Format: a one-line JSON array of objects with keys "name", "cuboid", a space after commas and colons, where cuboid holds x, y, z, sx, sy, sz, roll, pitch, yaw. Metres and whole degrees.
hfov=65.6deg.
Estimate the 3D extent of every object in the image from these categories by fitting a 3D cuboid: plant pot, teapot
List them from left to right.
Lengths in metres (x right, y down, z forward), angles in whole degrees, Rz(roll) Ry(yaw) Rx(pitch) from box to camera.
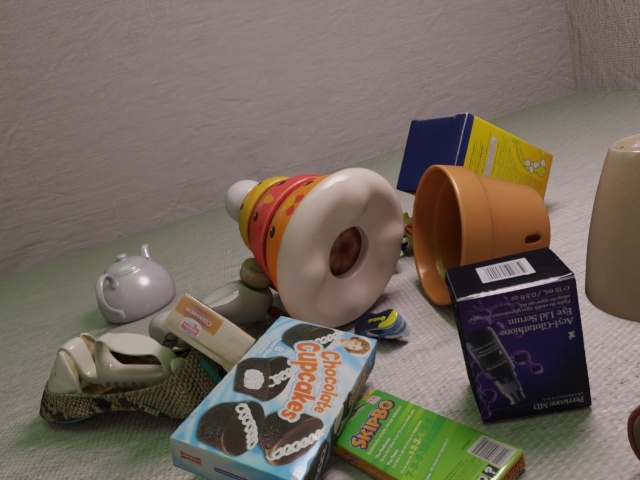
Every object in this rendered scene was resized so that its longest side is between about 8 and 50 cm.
[{"name": "teapot", "cuboid": [-0.595, 0.131, 1.559, 0.253, 0.187, 0.256, -28, 21, -32]}, {"name": "plant pot", "cuboid": [0.333, -0.014, 1.044, 0.204, 0.290, 0.291, -2, 16, -9]}, {"name": "plant pot", "cuboid": [0.582, -0.041, 0.848, 0.257, 0.273, 0.256, -15, 17, 5]}]

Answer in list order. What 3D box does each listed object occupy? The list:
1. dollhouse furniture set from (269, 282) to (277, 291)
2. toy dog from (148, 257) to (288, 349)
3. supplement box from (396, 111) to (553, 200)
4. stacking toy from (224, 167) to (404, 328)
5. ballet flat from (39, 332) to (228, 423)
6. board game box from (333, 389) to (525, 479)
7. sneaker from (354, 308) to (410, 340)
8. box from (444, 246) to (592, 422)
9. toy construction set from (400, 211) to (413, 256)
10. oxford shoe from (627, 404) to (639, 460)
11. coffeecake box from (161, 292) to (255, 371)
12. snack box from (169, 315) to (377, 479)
[{"name": "dollhouse furniture set", "cuboid": [-0.080, 0.072, 1.336, 0.151, 0.144, 0.123, -59, 28, -8]}, {"name": "toy dog", "cuboid": [-0.200, 0.175, 1.113, 0.161, 0.220, 0.334, 31, 50, 25]}, {"name": "supplement box", "cuboid": [0.409, -0.180, 1.306, 0.357, 0.195, 0.194, 13, -1, -33]}, {"name": "stacking toy", "cuboid": [-0.081, -0.034, 1.166, 0.351, 0.350, 0.480, -29, 36, -34]}, {"name": "ballet flat", "cuboid": [-0.405, 0.258, 0.984, 0.483, 0.182, 0.164, -9, 31, 24]}, {"name": "board game box", "cuboid": [0.125, 0.282, 0.676, 0.124, 0.039, 0.259, -28, 23, -33]}, {"name": "sneaker", "cuboid": [0.120, 0.175, 0.995, 0.144, 0.059, 0.053, -17, 40, 60]}, {"name": "box", "cuboid": [0.277, 0.134, 0.704, 0.153, 0.207, 0.108, -15, 18, 10]}, {"name": "toy construction set", "cuboid": [0.252, -0.027, 1.319, 0.328, 0.151, 0.215, -9, -7, 1]}, {"name": "oxford shoe", "cuboid": [0.499, 0.213, 0.471, 0.348, 0.122, 0.130, -2, -4, 42]}, {"name": "coffeecake box", "cuboid": [-0.199, 0.164, 0.902, 0.068, 0.142, 0.185, -56, 4, -13]}, {"name": "snack box", "cuboid": [-0.049, 0.234, 0.751, 0.187, 0.060, 0.322, 11, 25, 19]}]
